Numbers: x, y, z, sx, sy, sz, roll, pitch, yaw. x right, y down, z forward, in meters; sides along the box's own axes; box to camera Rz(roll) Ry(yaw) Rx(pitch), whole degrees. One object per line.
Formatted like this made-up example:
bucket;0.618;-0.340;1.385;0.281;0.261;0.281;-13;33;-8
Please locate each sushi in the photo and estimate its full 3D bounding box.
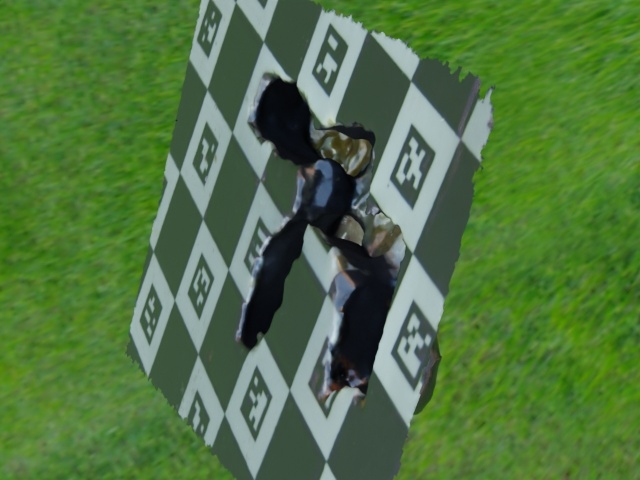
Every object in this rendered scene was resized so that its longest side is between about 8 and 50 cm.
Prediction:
sushi;0.000;0.000;0.613;0.279;0.043;0.193;34;112;63
